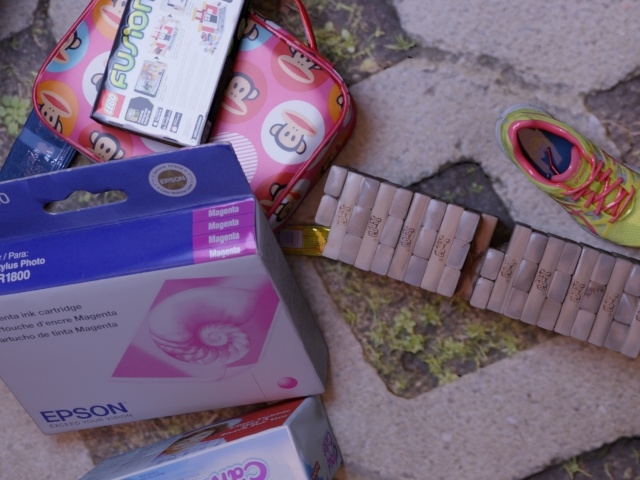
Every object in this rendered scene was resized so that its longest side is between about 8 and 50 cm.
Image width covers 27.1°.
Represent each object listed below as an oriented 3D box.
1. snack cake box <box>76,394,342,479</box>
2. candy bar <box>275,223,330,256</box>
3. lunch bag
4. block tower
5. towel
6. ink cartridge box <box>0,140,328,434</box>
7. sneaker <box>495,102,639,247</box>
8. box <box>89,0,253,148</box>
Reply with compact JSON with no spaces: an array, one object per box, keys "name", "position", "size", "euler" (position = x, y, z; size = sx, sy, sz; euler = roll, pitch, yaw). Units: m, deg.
[{"name":"snack cake box","position":[-0.123,0.249,1.374],"size":[0.264,0.152,0.089],"euler":[-20,91,13]},{"name":"candy bar","position":[0.000,0.000,1.395],"size":[0.161,0.018,0.040],"euler":[3,93,12]},{"name":"lunch bag","position":[-0.115,-0.154,1.349],"size":[0.293,0.120,0.258],"euler":[38,93,7]},{"name":"block tower","position":[0.163,0.018,1.317],"size":[0.335,0.097,0.091],"euler":[19,97,7]},{"name":"towel","position":[-0.301,-0.097,1.443],"size":[0.067,0.029,0.119],"euler":[32,101,8]},{"name":"ink cartridge box","position":[-0.190,0.063,1.312],"size":[0.324,0.330,0.071],"euler":[-10,49,13]},{"name":"sneaker","position":[0.257,-0.057,1.298],"size":[0.208,0.094,0.081],"euler":[33,99,6]},{"name":"box","position":[-0.136,-0.198,1.283],"size":[0.114,0.036,0.207],"euler":[17,87,8]}]
